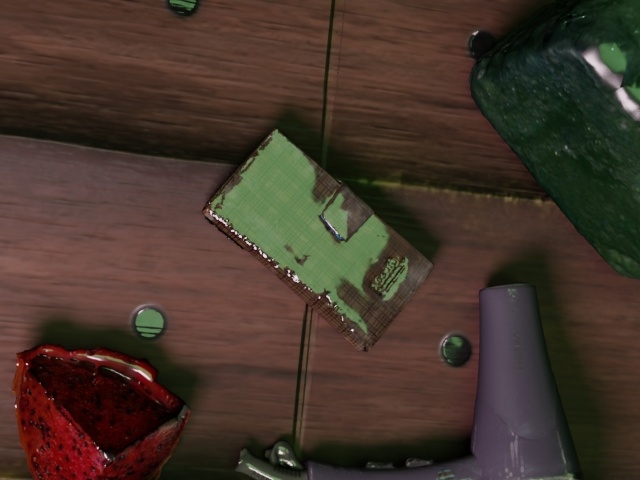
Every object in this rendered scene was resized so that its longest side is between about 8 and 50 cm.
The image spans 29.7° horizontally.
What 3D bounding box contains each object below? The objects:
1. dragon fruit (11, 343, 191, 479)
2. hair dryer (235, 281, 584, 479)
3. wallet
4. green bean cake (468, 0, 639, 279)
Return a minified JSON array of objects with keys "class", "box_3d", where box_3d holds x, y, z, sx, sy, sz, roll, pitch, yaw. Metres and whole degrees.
[{"class":"dragon fruit","box_3d":[-0.226,0.178,1.174,0.161,0.120,0.127,44,121,15]},{"class":"hair dryer","box_3d":[0.090,0.203,1.248,0.361,0.121,0.301,-3,81,-10]},{"class":"wallet","box_3d":[0.000,0.000,1.251,0.230,0.042,0.124,41,82,-10]},{"class":"green bean cake","box_3d":[0.326,-0.116,1.209,0.169,0.300,0.308,-41,98,-12]}]
